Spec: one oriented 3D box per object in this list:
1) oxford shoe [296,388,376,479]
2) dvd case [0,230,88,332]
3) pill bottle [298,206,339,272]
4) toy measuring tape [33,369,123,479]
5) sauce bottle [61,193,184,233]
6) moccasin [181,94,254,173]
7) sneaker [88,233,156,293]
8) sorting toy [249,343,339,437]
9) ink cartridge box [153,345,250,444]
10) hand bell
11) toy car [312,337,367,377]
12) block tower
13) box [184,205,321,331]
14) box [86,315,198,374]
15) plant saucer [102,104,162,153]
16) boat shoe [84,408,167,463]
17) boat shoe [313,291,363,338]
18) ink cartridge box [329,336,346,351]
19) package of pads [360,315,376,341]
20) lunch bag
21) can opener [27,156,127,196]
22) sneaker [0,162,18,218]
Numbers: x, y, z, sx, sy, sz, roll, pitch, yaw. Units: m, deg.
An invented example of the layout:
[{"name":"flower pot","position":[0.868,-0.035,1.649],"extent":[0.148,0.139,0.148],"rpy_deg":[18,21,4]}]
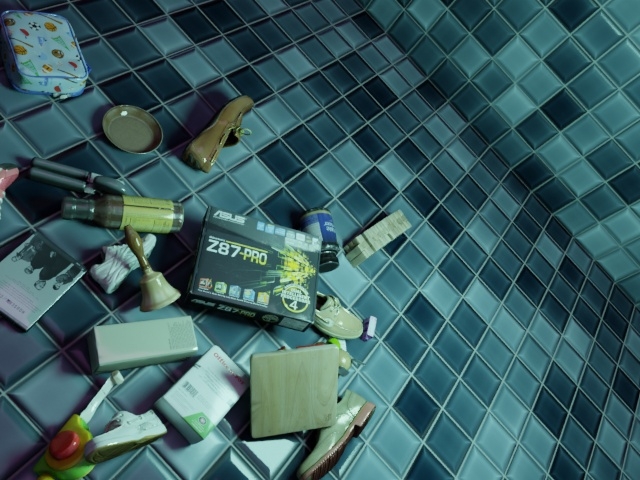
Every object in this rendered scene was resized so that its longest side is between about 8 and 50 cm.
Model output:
[{"name":"oxford shoe","position":[0.025,0.598,1.746],"extent":[0.130,0.123,0.348],"rpy_deg":[33,44,22]},{"name":"dvd case","position":[-0.779,0.106,1.537],"extent":[0.179,0.029,0.239],"rpy_deg":[40,49,-8]},{"name":"pill bottle","position":[0.000,0.000,2.068],"extent":[0.122,0.123,0.219],"rpy_deg":[3,62,-33]},{"name":"toy measuring tape","position":[-0.562,0.468,1.398],"extent":[0.121,0.121,0.330],"rpy_deg":[39,48,-8]},{"name":"sauce bottle","position":[-0.595,-0.086,1.726],"extent":[0.344,0.111,0.111],"rpy_deg":[6,59,-31]},{"name":"moccasin","position":[-0.342,-0.389,2.065],"extent":[0.147,0.139,0.380],"rpy_deg":[38,49,-10]},{"name":"sneaker","position":[-0.581,0.041,1.674],"extent":[0.115,0.090,0.232],"rpy_deg":[39,47,-3]},{"name":"sorting toy","position":[-0.085,0.423,1.668],"extent":[0.255,0.089,0.257],"rpy_deg":[-3,107,-17]},{"name":"ink cartridge box","position":[-0.326,0.429,1.601],"extent":[0.160,0.092,0.219],"rpy_deg":[47,46,-2]},{"name":"hand bell","position":[-0.501,0.068,1.619],"extent":[0.126,0.126,0.242],"rpy_deg":[-35,112,-42]},{"name":"toy car","position":[0.052,0.398,1.793],"extent":[0.155,0.188,0.149],"rpy_deg":[-21,102,-41]},{"name":"block tower","position":[0.230,-0.016,2.254],"extent":[0.335,0.097,0.091],"rpy_deg":[-32,84,-43]},{"name":"box","position":[-0.200,0.091,1.801],"extent":[0.394,0.097,0.318],"rpy_deg":[17,54,-16]},{"name":"box","position":[-0.489,0.287,1.578],"extent":[0.275,0.094,0.113],"rpy_deg":[-1,63,-34]},{"name":"plant saucer","position":[-0.635,-0.366,1.922],"extent":[0.198,0.036,0.199],"rpy_deg":[17,55,-26]},{"name":"boat shoe","position":[-0.489,0.470,1.402],"extent":[0.096,0.098,0.277],"rpy_deg":[58,8,16]},{"name":"boat shoe","position":[0.019,0.236,1.925],"extent":[0.302,0.098,0.109],"rpy_deg":[28,42,-7]},{"name":"ink cartridge box","position":[0.058,0.344,1.958],"extent":[0.048,0.028,0.083],"rpy_deg":[10,57,-28]},{"name":"package of pads","position":[0.172,0.314,2.039],"extent":[0.032,0.050,0.083],"rpy_deg":[29,50,-16]},{"name":"lunch bag","position":[-0.888,-0.596,1.843],"extent":[0.243,0.115,0.303],"rpy_deg":[-9,68,-40]},{"name":"can opener","position":[-0.726,-0.190,1.722],"extent":[0.280,0.093,0.074],"rpy_deg":[14,57,-22]},{"name":"sneaker","position":[-0.906,-0.075,1.528],"extent":[0.136,0.116,0.314],"rpy_deg":[44,54,-18]}]
